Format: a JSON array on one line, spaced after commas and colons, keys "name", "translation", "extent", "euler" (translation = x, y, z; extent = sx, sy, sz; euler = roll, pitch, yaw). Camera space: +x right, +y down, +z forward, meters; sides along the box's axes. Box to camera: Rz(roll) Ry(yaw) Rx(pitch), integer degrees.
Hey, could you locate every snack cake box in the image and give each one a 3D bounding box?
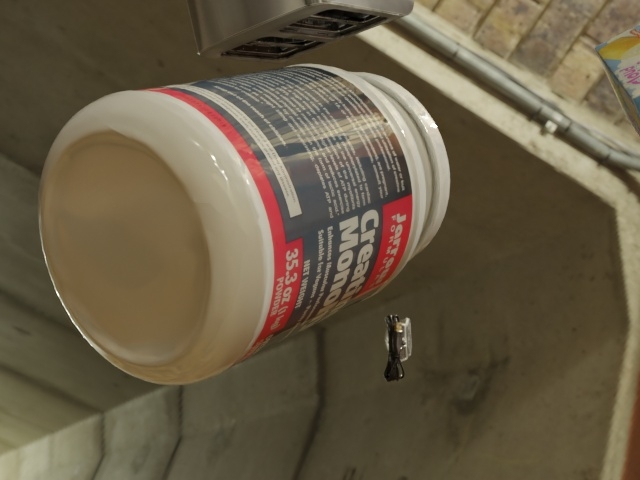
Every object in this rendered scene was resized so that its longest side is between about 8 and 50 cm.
[{"name": "snack cake box", "translation": [0.524, -0.223, 1.471], "extent": [0.089, 0.152, 0.264], "euler": [-25, -157, 15]}]

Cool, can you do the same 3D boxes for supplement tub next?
[{"name": "supplement tub", "translation": [-0.043, -0.025, 0.681], "extent": [0.272, 0.191, 0.191], "euler": [-22, 157, -51]}]

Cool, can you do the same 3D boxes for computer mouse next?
[{"name": "computer mouse", "translation": [0.126, 0.172, 1.574], "extent": [0.193, 0.042, 0.106], "euler": [2, 84, -80]}]

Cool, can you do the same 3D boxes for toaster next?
[{"name": "toaster", "translation": [-0.025, -0.241, 0.869], "extent": [0.168, 0.186, 0.110], "euler": [-13, -93, 39]}]
